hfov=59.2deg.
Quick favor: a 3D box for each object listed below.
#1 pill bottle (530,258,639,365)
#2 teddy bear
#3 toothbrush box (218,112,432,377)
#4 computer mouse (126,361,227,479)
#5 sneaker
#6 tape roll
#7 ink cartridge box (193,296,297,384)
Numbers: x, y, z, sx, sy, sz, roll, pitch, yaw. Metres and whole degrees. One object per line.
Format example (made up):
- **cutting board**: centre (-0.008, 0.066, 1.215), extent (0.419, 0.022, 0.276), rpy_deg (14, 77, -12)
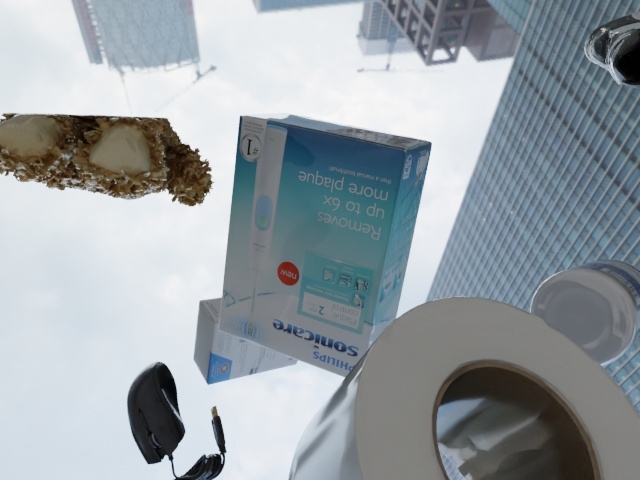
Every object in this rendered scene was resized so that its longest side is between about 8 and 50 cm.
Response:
- **pill bottle**: centre (0.292, 0.068, 0.585), extent (0.169, 0.094, 0.094), rpy_deg (-5, -137, -50)
- **teddy bear**: centre (-0.243, -0.089, 0.648), extent (0.245, 0.113, 0.338), rpy_deg (0, -168, -22)
- **toothbrush box**: centre (0.000, 0.000, 0.731), extent (0.216, 0.295, 0.126), rpy_deg (17, -159, 21)
- **computer mouse**: centre (-0.259, 0.309, 0.972), extent (0.184, 0.060, 0.262), rpy_deg (-32, -124, 17)
- **sneaker**: centre (0.389, -0.233, 0.690), extent (0.106, 0.078, 0.234), rpy_deg (-11, -153, -11)
- **tape roll**: centre (0.111, 0.189, 0.443), extent (0.246, 0.169, 0.246), rpy_deg (12, -130, -15)
- **ink cartridge box**: centre (-0.130, 0.175, 1.055), extent (0.191, 0.139, 0.082), rpy_deg (-6, -150, -34)
